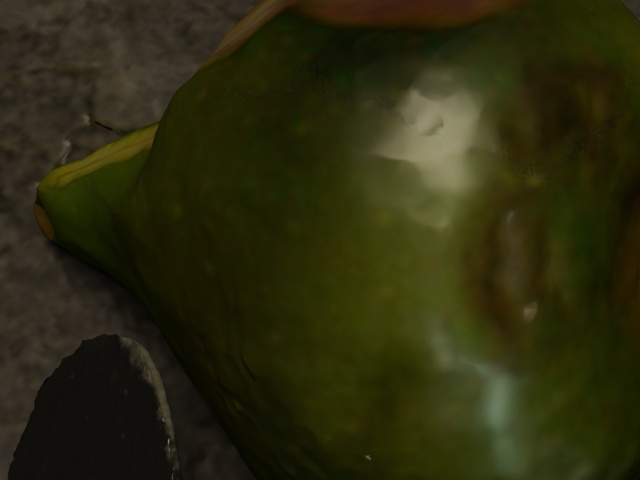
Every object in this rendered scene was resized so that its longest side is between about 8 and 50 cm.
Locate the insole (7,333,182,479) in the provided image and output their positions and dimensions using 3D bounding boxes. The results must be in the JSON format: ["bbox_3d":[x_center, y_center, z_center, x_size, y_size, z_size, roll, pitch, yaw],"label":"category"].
[{"bbox_3d":[-0.074,0.176,0.462,0.110,0.012,0.309,-28,56,31],"label":"insole"}]

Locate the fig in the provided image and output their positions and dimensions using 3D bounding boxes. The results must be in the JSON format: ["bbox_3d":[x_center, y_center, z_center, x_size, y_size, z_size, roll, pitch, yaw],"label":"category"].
[{"bbox_3d":[0.000,0.000,0.525,0.275,0.206,0.206,0,52,40],"label":"fig"}]
